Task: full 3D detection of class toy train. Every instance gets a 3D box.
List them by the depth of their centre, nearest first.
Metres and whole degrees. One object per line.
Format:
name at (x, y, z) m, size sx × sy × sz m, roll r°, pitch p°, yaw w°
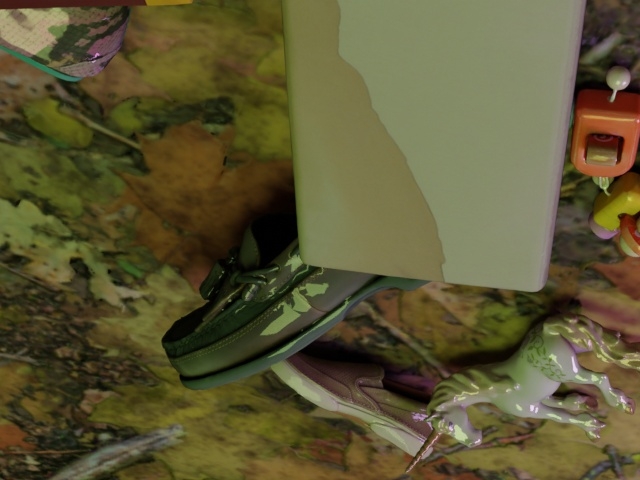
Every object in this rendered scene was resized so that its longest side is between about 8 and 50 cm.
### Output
toy train at (0.199, -0.027, 0.815) m, size 0.166 × 0.046 × 0.125 m, roll 9°, pitch 143°, yaw 3°

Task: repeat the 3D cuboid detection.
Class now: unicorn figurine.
unicorn figurine at (0.138, 0.095, 0.987) m, size 0.111 × 0.060 × 0.162 m, roll 20°, pitch 126°, yaw -11°

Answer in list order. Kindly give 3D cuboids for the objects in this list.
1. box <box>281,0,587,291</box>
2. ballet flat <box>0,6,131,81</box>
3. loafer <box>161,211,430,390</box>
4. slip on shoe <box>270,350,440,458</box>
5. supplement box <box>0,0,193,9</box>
box at (0.054, -0.130, 0.643) m, size 0.121 × 0.148 × 0.311 m, roll 6°, pitch 141°, yaw 8°
ballet flat at (-0.197, -0.148, 0.755) m, size 0.221 × 0.077 × 0.079 m, roll 19°, pitch 124°, yaw -17°
loafer at (0.000, 0.000, 0.885) m, size 0.267 × 0.096 × 0.084 m, roll -29°, pitch 108°, yaw 32°
slip on shoe at (0.027, 0.098, 1.029) m, size 0.135 × 0.051 × 0.041 m, roll 31°, pitch 99°, yaw -12°
supplement box at (-0.132, -0.196, 0.565) m, size 0.191 × 0.194 × 0.129 m, roll 0°, pitch 141°, yaw 15°
